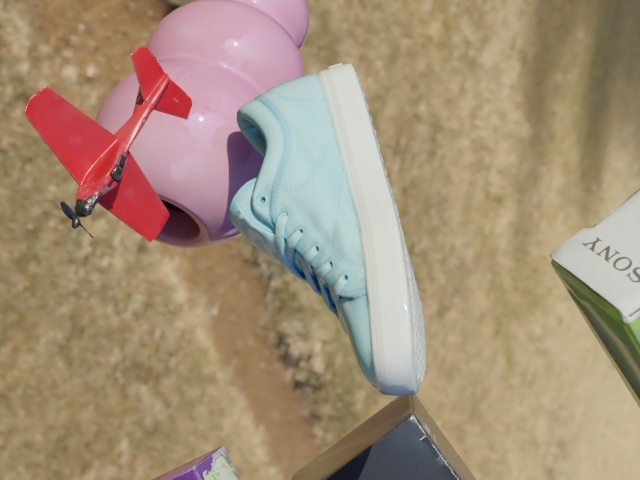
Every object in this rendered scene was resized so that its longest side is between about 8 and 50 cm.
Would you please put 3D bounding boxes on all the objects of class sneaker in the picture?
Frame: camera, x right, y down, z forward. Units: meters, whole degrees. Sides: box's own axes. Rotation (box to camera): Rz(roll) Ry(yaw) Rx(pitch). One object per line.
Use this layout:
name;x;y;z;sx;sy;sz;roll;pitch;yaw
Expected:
sneaker;0.000;0.000;1.396;0.135;0.150;0.366;71;5;-47

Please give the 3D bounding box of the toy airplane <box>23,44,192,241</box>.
toy airplane;-0.135;-0.069;1.063;0.151;0.028;0.151;-2;92;-51

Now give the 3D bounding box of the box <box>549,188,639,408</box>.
box;0.251;0.055;0.576;0.232;0.058;0.322;-39;120;-4

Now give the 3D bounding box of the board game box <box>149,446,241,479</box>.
board game box;-0.158;0.317;1.234;0.056;0.346;0.208;-24;85;-56

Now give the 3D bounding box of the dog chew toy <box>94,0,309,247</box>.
dog chew toy;-0.109;-0.160;1.635;0.207;0.206;0.332;76;31;-59

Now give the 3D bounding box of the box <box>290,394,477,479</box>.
box;0.118;0.341;1.620;0.179;0.312;0.343;-36;177;1
